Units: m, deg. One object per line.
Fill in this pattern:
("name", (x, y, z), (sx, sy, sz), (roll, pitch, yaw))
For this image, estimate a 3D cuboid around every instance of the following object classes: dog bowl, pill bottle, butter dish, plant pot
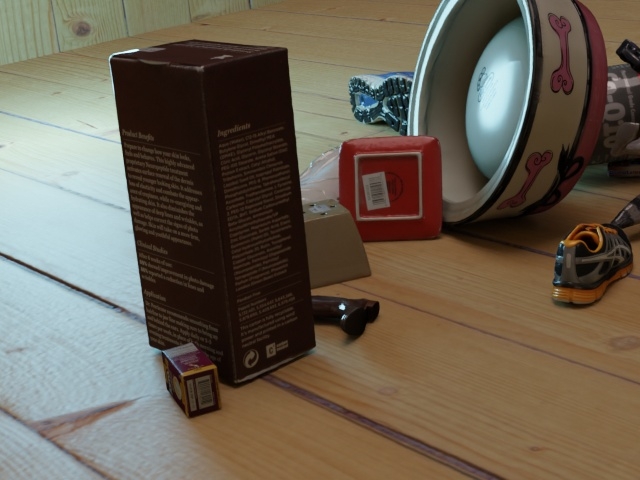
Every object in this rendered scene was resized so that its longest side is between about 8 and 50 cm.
("dog bowl", (0.285, -0.216, 1.838), (0.150, 0.408, 0.408), (7, 15, -20))
("pill bottle", (0.505, -0.214, 1.995), (0.283, 0.161, 0.161), (-9, 20, 2))
("butter dish", (0.114, -0.078, 1.869), (0.160, 0.160, 0.118), (-2, -2, 10))
("plant pot", (0.000, 0.000, 1.717), (0.109, 0.096, 0.109), (-13, 21, -17))

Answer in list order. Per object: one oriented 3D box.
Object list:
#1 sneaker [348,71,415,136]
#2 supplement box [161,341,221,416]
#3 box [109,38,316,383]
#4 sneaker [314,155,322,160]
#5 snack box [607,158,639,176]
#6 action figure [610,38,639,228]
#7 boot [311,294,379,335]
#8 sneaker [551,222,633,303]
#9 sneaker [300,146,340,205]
("sneaker", (0.190, -0.293, 2.426), (0.147, 0.130, 0.330), (-18, 23, -23))
("supplement box", (-0.149, 0.159, 1.381), (0.043, 0.055, 0.083), (-14, 20, -20))
("box", (-0.129, -0.043, 1.451), (0.143, 0.381, 0.191), (-22, 25, -37))
("sneaker", (0.068, -0.119, 2.084), (0.188, 0.067, 0.078), (-5, 25, 18))
("snack box", (0.537, -0.146, 2.071), (0.064, 0.022, 0.178), (0, 21, 19))
("action figure", (0.526, -0.135, 1.799), (0.341, 0.178, 0.330), (45, 34, 17))
("boot", (0.006, 0.093, 1.544), (0.114, 0.037, 0.106), (7, 10, 23))
("sneaker", (0.366, 0.012, 1.599), (0.084, 0.083, 0.215), (2, 20, 26))
("sneaker", (0.000, -0.060, 1.916), (0.297, 0.111, 0.129), (-23, 41, -30))
